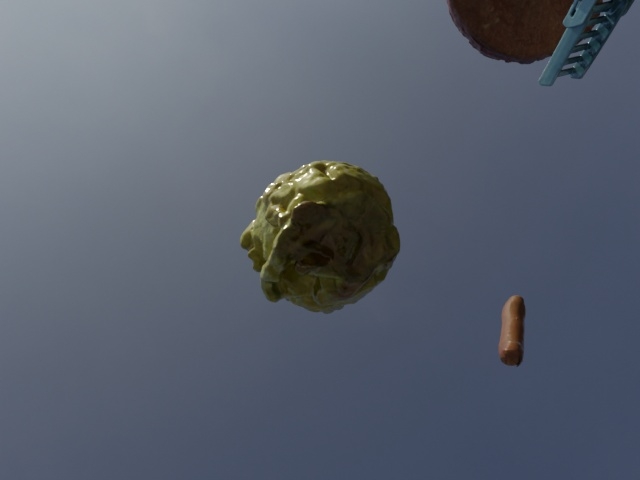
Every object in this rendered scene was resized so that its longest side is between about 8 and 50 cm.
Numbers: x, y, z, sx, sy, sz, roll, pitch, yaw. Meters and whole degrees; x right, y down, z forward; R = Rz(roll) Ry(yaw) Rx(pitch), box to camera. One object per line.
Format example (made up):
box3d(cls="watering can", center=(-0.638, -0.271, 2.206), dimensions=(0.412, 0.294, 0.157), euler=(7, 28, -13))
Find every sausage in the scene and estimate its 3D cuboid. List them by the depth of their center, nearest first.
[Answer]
box3d(cls="sausage", center=(0.313, 0.147, 0.914), dimensions=(0.043, 0.186, 0.043), euler=(8, -65, 18))

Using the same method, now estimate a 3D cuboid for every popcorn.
box3d(cls="popcorn", center=(0.004, 0.001, 0.953), dimensions=(0.293, 0.237, 0.292), euler=(-9, -70, -26))

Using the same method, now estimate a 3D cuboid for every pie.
box3d(cls="pie", center=(0.231, -0.291, 0.628), dimensions=(0.182, 0.049, 0.182), euler=(0, -82, 1))

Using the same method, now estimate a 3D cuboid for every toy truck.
box3d(cls="toy truck", center=(0.163, -0.168, 0.352), dimensions=(0.063, 0.136, 0.074), euler=(-15, -114, -7))
